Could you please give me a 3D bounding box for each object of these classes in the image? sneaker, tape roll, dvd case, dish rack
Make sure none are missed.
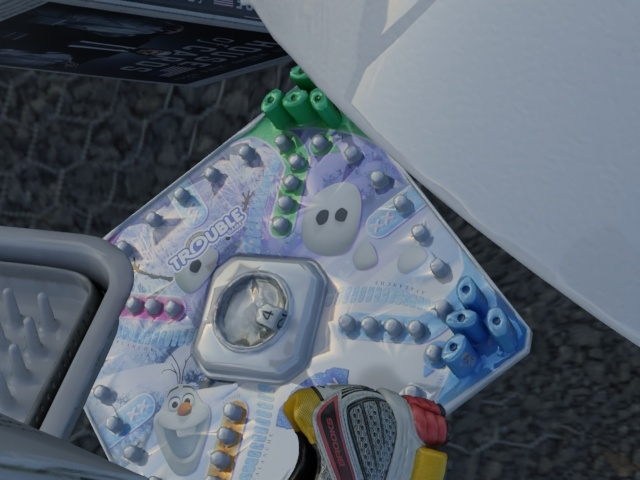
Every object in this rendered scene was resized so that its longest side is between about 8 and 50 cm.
[{"bbox_3d":[-0.010,0.179,0.654,0.093,0.088,0.225,18,83,-11],"label":"sneaker"},{"bbox_3d":[0.116,-0.054,0.430,0.286,0.286,0.100,35,109,0],"label":"tape roll"},{"bbox_3d":[-0.119,-0.127,0.760,0.239,0.179,0.029,2,85,-40],"label":"dvd case"},{"bbox_3d":[-0.280,0.115,0.778,0.286,0.072,0.333,5,41,12],"label":"dish rack"}]

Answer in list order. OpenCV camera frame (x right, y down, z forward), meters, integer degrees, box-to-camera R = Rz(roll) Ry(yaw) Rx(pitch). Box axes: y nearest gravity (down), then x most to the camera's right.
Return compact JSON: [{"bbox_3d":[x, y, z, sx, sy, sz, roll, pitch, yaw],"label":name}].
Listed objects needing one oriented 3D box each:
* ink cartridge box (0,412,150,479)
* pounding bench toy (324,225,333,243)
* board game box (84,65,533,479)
[{"bbox_3d":[-0.232,0.124,0.384,0.307,0.129,0.223,15,82,30],"label":"ink cartridge box"},{"bbox_3d":[0.000,0.000,1.271,0.065,0.052,0.083,7,77,31],"label":"pounding bench toy"},{"bbox_3d":[-0.065,0.066,1.204,0.390,0.050,0.390,-38,56,4],"label":"board game box"}]
